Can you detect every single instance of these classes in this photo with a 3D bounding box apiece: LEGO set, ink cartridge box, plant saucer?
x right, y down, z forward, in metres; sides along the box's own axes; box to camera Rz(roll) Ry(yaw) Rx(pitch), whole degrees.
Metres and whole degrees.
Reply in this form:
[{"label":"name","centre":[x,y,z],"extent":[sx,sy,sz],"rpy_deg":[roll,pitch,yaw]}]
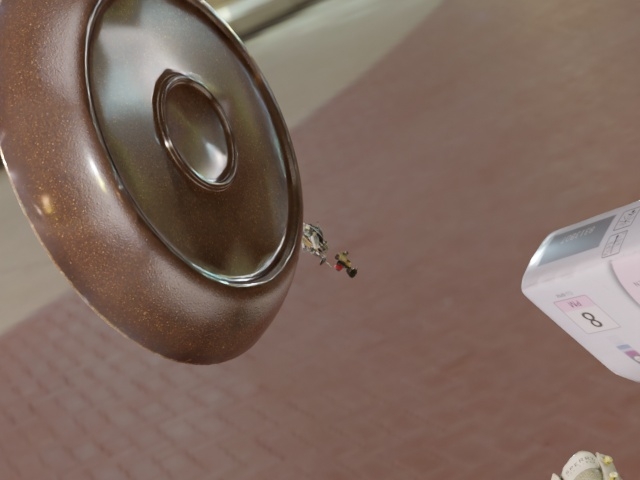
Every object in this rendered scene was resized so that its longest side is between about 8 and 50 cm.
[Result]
[{"label":"LEGO set","centre":[0.002,0.002,1.141],"extent":[0.083,0.054,0.023],"rpy_deg":[33,76,25]},{"label":"ink cartridge box","centre":[0.254,0.062,0.777],"extent":[0.066,0.232,0.189],"rpy_deg":[-54,15,-28]},{"label":"plant saucer","centre":[-0.100,-0.068,0.973],"extent":[0.050,0.310,0.310],"rpy_deg":[-22,12,28]}]

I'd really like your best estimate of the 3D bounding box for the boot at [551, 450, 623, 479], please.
[{"label":"boot","centre":[0.251,0.243,1.222],"extent":[0.077,0.213,0.165],"rpy_deg":[-22,40,3]}]
